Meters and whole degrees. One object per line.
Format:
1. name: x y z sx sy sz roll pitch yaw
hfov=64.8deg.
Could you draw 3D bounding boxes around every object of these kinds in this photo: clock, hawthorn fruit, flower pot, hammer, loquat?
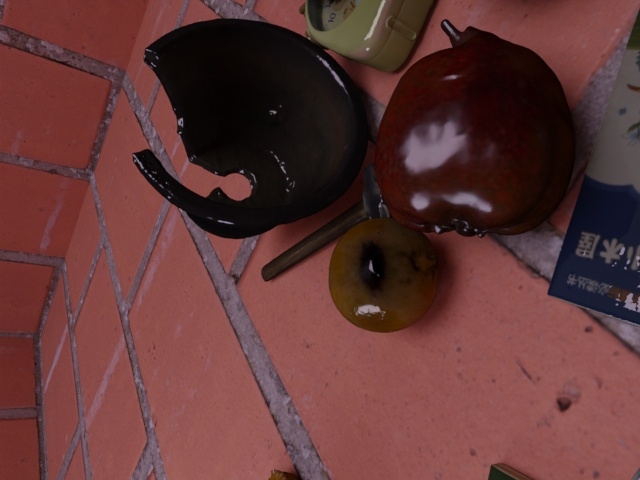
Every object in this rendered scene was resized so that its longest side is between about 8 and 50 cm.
1. clock: 0.066 -0.425 0.844 0.308 0.096 0.235 42 115 49
2. hawthorn fruit: 0.159 -0.127 0.549 0.208 0.208 0.248 -6 85 52
3. flower pot: -0.121 -0.148 0.862 0.251 0.379 0.380 117 149 -62
4. hammer: 0.000 0.000 0.869 0.365 0.043 0.111 -33 57 46
5. loquat: 0.081 0.045 0.665 0.163 0.137 0.163 14 110 45

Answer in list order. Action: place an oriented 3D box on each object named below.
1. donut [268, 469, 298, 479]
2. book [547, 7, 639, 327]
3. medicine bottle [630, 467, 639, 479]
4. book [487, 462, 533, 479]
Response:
1. donut: -0.063 0.434 0.824 0.108 0.043 0.097 -59 41 22
2. book: 0.351 -0.068 0.439 0.228 0.018 0.323 21 98 53
3. medicine bottle: 0.292 0.191 0.321 0.135 0.168 0.135 -20 65 50
4. book: 0.223 0.385 0.476 0.202 0.027 0.264 10 88 52
